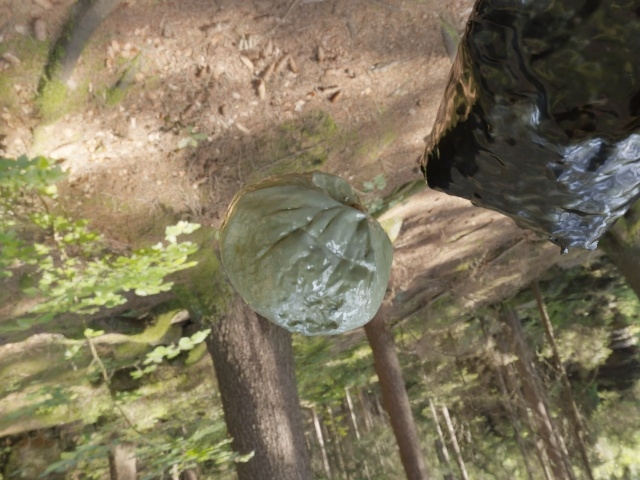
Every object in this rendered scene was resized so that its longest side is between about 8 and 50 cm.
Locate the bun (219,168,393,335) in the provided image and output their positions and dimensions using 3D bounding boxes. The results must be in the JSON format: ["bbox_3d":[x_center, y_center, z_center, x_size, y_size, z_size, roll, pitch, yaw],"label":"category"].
[{"bbox_3d":[0.000,0.000,0.524,0.220,0.220,0.134,-3,141,-41],"label":"bun"}]

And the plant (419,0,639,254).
[{"bbox_3d":[0.193,-0.102,0.397,0.198,0.189,0.276,24,176,14],"label":"plant"}]
